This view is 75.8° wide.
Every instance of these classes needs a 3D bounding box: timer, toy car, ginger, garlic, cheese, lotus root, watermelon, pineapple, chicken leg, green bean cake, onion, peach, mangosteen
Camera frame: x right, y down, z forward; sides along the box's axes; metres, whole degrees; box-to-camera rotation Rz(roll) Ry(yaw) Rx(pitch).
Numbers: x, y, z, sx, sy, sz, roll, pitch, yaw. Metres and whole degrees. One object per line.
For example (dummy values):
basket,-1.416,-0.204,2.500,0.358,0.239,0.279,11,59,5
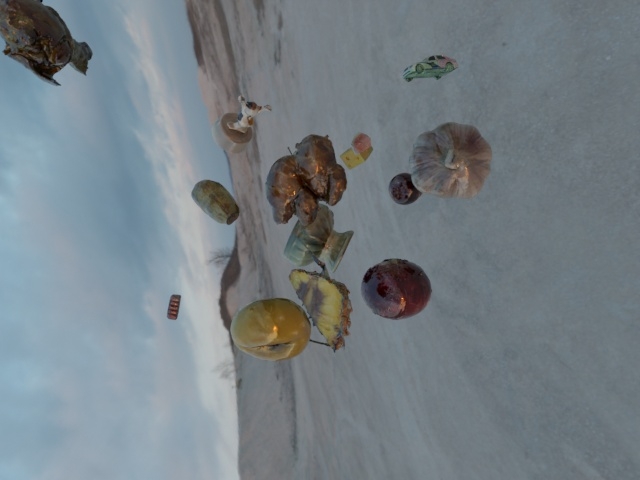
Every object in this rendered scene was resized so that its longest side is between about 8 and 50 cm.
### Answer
timer,-0.330,-0.507,1.743,0.266,0.176,0.175,-29,73,49
toy car,0.429,-0.682,1.619,0.090,0.225,0.076,180,80,-71
ginger,-0.060,-0.205,1.525,0.274,0.358,0.152,56,-168,7
garlic,0.499,-0.305,1.579,0.241,0.323,0.321,112,143,-66
cheese,0.207,-0.465,2.129,0.093,0.171,0.126,51,145,-14
lotus root,-0.351,-0.136,1.367,0.258,0.110,0.097,37,153,38
watermelon,0.163,-0.371,1.608,0.072,0.084,0.092,54,-167,32
pineapple,0.036,0.177,1.345,0.334,0.161,0.158,50,118,33
chicken leg,-0.729,-0.523,1.129,0.361,0.141,0.211,84,-173,-87
green bean cake,-0.793,0.358,2.223,0.136,0.057,0.134,159,121,-73
onion,0.297,0.195,1.640,0.276,0.277,0.275,167,90,-80
peach,-0.106,0.191,0.878,0.179,0.180,0.103,89,-178,-52
mangosteen,0.399,-0.247,1.864,0.155,0.182,0.145,54,160,17

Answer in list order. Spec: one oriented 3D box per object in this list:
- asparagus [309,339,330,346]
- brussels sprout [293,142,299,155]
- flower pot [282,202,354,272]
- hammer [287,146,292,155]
asparagus,-0.025,0.429,1.745,0.016,0.166,0.013,-62,20,19
brussels sprout,-0.097,-0.408,1.881,0.083,0.051,0.046,114,139,-55
flower pot,0.000,0.000,1.839,0.307,0.244,0.307,-62,-2,-3
hammer,-0.119,-0.364,1.801,0.014,0.029,0.122,10,-133,-56
